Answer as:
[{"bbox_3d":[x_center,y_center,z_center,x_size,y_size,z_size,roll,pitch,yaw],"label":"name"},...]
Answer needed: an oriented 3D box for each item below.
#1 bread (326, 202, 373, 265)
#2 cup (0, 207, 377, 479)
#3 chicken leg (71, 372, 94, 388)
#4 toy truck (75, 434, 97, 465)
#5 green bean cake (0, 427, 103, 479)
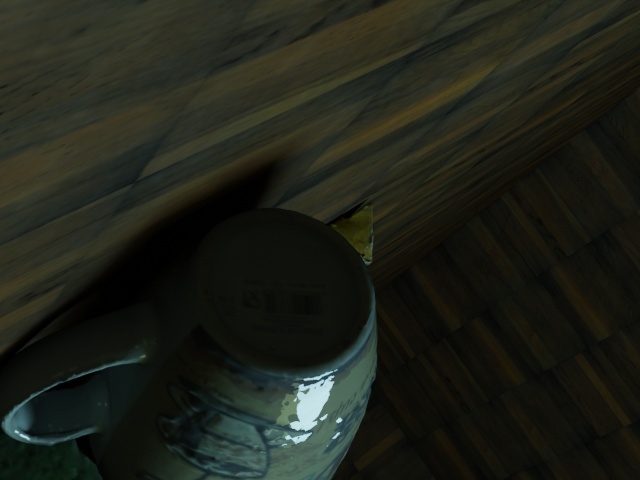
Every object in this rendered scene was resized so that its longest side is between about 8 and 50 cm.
[{"bbox_3d":[0.000,0.000,1.309,0.109,0.080,0.084,6,157,-19],"label":"bread"},{"bbox_3d":[-0.098,0.093,0.848,0.301,0.227,0.257,-2,147,-18],"label":"cup"},{"bbox_3d":[-0.217,0.165,1.091,0.227,0.103,0.088,-17,128,-4],"label":"chicken leg"},{"bbox_3d":[-0.191,0.296,1.210,0.173,0.207,0.387,-36,-162,11],"label":"toy truck"},{"bbox_3d":[-0.273,0.268,0.907,0.222,0.227,0.125,-32,171,-31],"label":"green bean cake"}]
